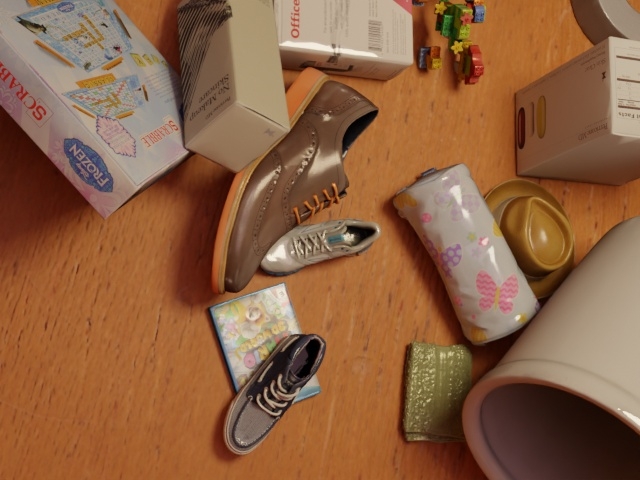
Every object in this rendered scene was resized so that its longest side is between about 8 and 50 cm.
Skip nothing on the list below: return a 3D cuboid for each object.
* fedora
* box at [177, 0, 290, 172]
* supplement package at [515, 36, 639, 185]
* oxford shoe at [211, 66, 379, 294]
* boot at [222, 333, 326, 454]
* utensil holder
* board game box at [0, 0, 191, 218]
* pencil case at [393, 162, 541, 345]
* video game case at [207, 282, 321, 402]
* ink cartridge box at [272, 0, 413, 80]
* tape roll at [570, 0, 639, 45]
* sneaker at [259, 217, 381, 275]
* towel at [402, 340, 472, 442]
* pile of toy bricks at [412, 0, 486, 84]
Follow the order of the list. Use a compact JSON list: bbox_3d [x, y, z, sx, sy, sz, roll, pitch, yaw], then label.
[{"bbox_3d":[0.334,-0.007,1.509,0.194,0.079,0.194,4,79,-19],"label":"fedora"},{"bbox_3d":[-0.121,-0.236,1.301,0.094,0.113,0.275,25,41,-38],"label":"box"},{"bbox_3d":[0.450,-0.186,1.482,0.203,0.262,0.145,4,79,-18],"label":"supplement package"},{"bbox_3d":[-0.036,-0.075,1.342,0.132,0.130,0.364,24,72,9],"label":"oxford shoe"},{"bbox_3d":[-0.064,0.204,1.312,0.069,0.086,0.190,35,72,-11],"label":"boot"},{"bbox_3d":[0.435,0.188,1.350,0.328,0.327,0.385,50,56,-6],"label":"utensil holder"},{"bbox_3d":[-0.293,-0.208,1.218,0.066,0.319,0.318,-39,96,22],"label":"board game box"},{"bbox_3d":[0.218,0.019,1.444,0.124,0.113,0.273,-29,91,6],"label":"pencil case"},{"bbox_3d":[-0.078,0.155,1.370,0.119,0.015,0.166,-17,87,-22],"label":"video game case"},{"bbox_3d":[0.021,-0.334,1.446,0.217,0.092,0.159,4,80,-21],"label":"ink cartridge box"},{"bbox_3d":[0.538,-0.421,1.655,0.219,0.072,0.219,3,80,-20],"label":"tape roll"},{"bbox_3d":[0.000,0.000,1.388,0.190,0.083,0.071,-16,89,-20],"label":"sneaker"},{"bbox_3d":[0.173,0.226,1.441,0.110,0.027,0.148,7,80,-18],"label":"towel"},{"bbox_3d":[0.202,-0.334,1.456,0.118,0.105,0.212,-5,117,-15],"label":"pile of toy bricks"}]
